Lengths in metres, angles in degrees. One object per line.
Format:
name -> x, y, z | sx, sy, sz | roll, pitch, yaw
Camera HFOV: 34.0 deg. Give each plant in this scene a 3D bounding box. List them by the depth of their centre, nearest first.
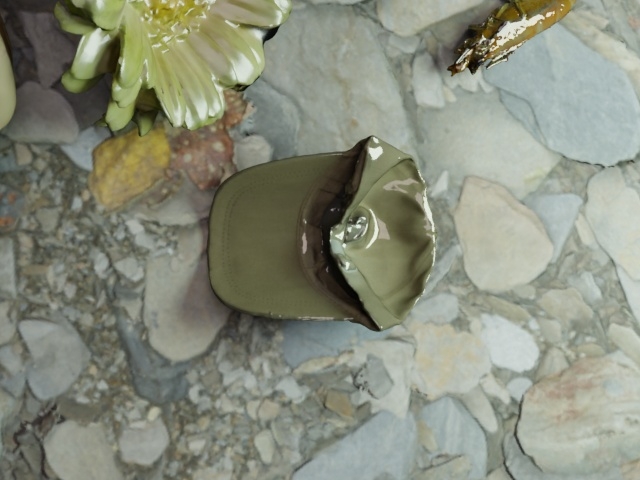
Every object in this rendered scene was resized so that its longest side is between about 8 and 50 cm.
plant -> -0.152, -0.222, 0.906 | 0.261, 0.297, 0.306 | 60, 32, -20

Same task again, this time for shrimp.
shrimp -> 0.167, -0.239, 1.012 | 0.178, 0.034, 0.124 | -37, 86, -14

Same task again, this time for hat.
hat -> 0.000, 0.000, 0.942 | 0.173, 0.144, 0.166 | -3, 81, 34

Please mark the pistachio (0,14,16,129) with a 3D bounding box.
pistachio -> -0.421, -0.196, 0.776 | 0.365, 0.281, 0.445 | -41, 118, -7
